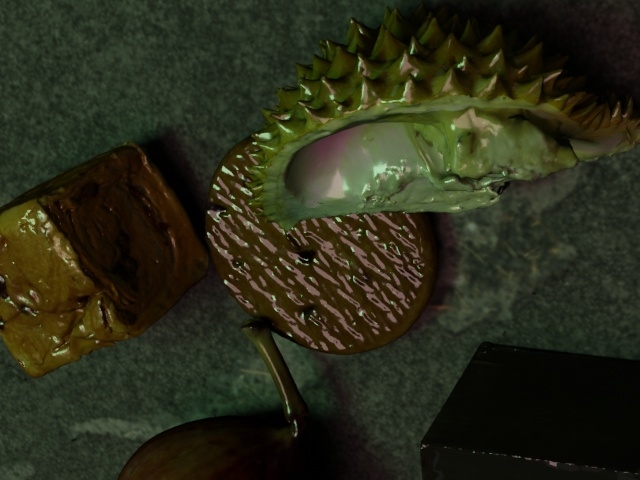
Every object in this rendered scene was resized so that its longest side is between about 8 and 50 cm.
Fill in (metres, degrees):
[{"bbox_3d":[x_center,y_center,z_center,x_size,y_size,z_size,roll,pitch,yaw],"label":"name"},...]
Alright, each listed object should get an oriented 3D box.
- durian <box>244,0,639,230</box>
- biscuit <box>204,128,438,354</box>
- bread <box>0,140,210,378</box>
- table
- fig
[{"bbox_3d":[0.082,-0.085,1.017,0.306,0.172,0.166,-9,108,9],"label":"durian"},{"bbox_3d":[0.000,0.000,1.170,0.212,0.036,0.212,10,118,20],"label":"biscuit"},{"bbox_3d":[-0.199,0.014,1.190,0.143,0.158,0.149,-17,104,37],"label":"bread"},{"bbox_3d":[0.199,0.202,1.095,0.193,0.169,0.172,4,115,22],"label":"table"},{"bbox_3d":[-0.059,0.225,1.230,0.249,0.203,0.186,-46,135,10],"label":"fig"}]
